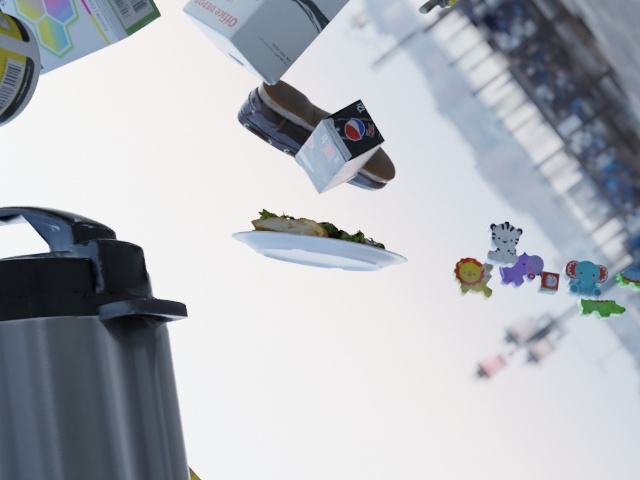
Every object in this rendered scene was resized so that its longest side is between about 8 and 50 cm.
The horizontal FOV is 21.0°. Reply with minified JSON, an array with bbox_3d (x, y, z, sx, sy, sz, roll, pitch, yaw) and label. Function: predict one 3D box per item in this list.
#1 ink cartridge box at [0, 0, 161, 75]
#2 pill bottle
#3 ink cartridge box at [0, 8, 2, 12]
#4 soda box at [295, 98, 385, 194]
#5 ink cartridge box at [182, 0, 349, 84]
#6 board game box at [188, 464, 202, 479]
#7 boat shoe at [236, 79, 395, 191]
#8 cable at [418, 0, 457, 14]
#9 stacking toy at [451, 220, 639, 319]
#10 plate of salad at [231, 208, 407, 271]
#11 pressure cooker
[{"bbox_3d":[-0.273,-0.242,1.791,0.062,0.209,0.109,-42,-71,-43],"label":"ink cartridge box"},{"bbox_3d":[-0.377,-0.183,1.640,0.208,0.119,0.119,17,-146,-55],"label":"pill bottle"},{"bbox_3d":[-0.489,-0.299,2.102,0.045,0.206,0.208,19,156,47],"label":"ink cartridge box"},{"bbox_3d":[0.021,-0.105,1.967,0.060,0.053,0.169,59,164,5],"label":"soda box"},{"bbox_3d":[-0.041,-0.297,1.978,0.087,0.208,0.153,42,177,-34],"label":"ink cartridge box"},{"bbox_3d":[-0.264,0.246,2.266,0.259,0.039,0.124,51,149,3],"label":"board game box"},{"bbox_3d":[-0.006,-0.121,2.121,0.207,0.073,0.073,34,-145,-12],"label":"boat shoe"},{"bbox_3d":[0.219,-0.365,2.030,0.072,0.287,0.139,29,132,34],"label":"cable"},{"bbox_3d":[0.281,0.039,2.071,0.167,0.221,0.052,115,164,-72],"label":"stacking toy"},{"bbox_3d":[0.000,0.000,1.927,0.200,0.199,0.048,31,-114,-72],"label":"plate of salad"},{"bbox_3d":[-0.320,0.179,1.689,0.375,0.369,0.420,135,128,-72],"label":"pressure cooker"}]
